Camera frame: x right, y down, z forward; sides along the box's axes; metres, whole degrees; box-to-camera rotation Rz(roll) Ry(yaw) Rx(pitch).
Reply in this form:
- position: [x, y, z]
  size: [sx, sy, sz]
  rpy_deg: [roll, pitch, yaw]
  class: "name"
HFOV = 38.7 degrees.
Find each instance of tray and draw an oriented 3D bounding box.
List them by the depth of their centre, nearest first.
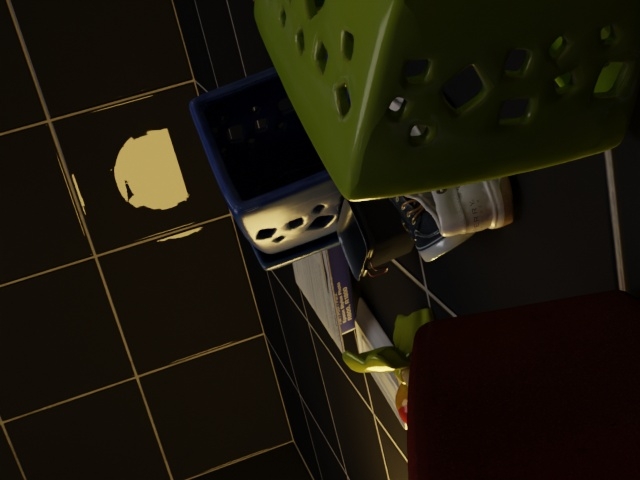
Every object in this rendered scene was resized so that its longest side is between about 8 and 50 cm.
- position: [0.117, 0.230, 1.620]
  size: [0.270, 0.030, 0.145]
  rpy_deg: [-124, 20, -54]
  class: "tray"

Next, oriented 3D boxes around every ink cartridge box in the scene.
- position: [0.000, 0.000, 1.710]
  size: [0.330, 0.072, 0.324]
  rpy_deg: [-130, 28, -61]
  class: "ink cartridge box"

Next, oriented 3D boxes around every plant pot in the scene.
- position: [0.090, -0.190, 0.627]
  size: [0.207, 0.227, 0.228]
  rpy_deg: [96, 155, -48]
  class: "plant pot"
- position: [0.186, 0.190, 0.701]
  size: [0.235, 0.267, 0.267]
  rpy_deg: [-102, 3, -49]
  class: "plant pot"
- position: [-0.036, -0.103, 1.339]
  size: [0.212, 0.236, 0.236]
  rpy_deg: [79, 168, -55]
  class: "plant pot"

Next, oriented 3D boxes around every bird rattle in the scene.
- position: [0.159, 0.230, 1.306]
  size: [0.253, 0.143, 0.207]
  rpy_deg: [54, 175, 18]
  class: "bird rattle"

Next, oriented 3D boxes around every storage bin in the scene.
- position: [0.085, -0.008, 1.243]
  size: [0.135, 0.091, 0.098]
  rpy_deg: [99, 151, -68]
  class: "storage bin"

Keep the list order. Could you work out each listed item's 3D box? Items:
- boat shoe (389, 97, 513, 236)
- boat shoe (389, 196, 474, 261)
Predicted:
- position: [0.106, -0.093, 0.991]
  size: [0.277, 0.096, 0.098]
  rpy_deg: [-123, 15, -56]
  class: "boat shoe"
- position: [0.118, -0.030, 1.036]
  size: [0.083, 0.065, 0.183]
  rpy_deg: [57, 179, -5]
  class: "boat shoe"
